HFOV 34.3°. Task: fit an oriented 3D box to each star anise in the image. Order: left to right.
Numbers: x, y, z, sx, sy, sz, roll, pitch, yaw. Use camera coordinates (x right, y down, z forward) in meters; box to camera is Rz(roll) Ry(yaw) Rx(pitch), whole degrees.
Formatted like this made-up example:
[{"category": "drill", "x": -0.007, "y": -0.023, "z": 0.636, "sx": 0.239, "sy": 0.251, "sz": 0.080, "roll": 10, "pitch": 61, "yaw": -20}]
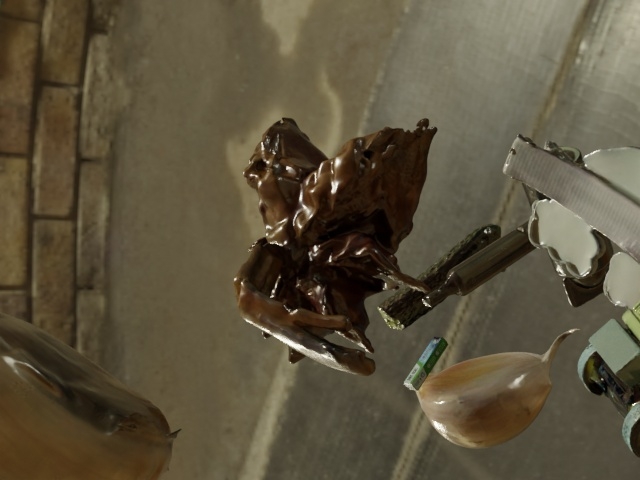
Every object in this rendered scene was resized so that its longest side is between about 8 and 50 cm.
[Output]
[{"category": "star anise", "x": 0.008, "y": 0.008, "z": 0.858, "sx": 0.237, "sy": 0.148, "sz": 0.346, "roll": -44, "pitch": 23, "yaw": 20}]

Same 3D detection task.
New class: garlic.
[{"category": "garlic", "x": -0.131, "y": 0.080, "z": 0.473, "sx": 0.066, "sy": 0.152, "sz": 0.084, "roll": -56, "pitch": 26, "yaw": -1}, {"category": "garlic", "x": 0.270, "y": 0.225, "z": 1.541, "sx": 0.266, "sy": 0.128, "sz": 0.148, "roll": -16, "pitch": 69, "yaw": 15}]

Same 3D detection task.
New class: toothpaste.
[{"category": "toothpaste", "x": 0.147, "y": 0.170, "z": 1.441, "sx": 0.083, "sy": 0.017, "sz": 0.020, "roll": -53, "pitch": 24, "yaw": -21}]

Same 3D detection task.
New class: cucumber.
[{"category": "cucumber", "x": 0.177, "y": 0.049, "z": 1.485, "sx": 0.214, "sy": 0.052, "sz": 0.058, "roll": -39, "pitch": 17, "yaw": -3}]

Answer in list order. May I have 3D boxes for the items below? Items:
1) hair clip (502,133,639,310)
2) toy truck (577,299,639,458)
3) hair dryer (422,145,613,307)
[{"category": "hair clip", "x": 0.258, "y": -0.023, "z": 0.935, "sx": 0.220, "sy": 0.054, "sz": 0.140, "roll": 43, "pitch": 120, "yaw": 39}, {"category": "toy truck", "x": 0.239, "y": 0.093, "z": 0.566, "sx": 0.116, "sy": 0.191, "sz": 0.085, "roll": -46, "pitch": 17, "yaw": 12}, {"category": "hair dryer", "x": 0.232, "y": 0.030, "z": 1.229, "sx": 0.196, "sy": 0.248, "sz": 0.078, "roll": 65, "pitch": 167, "yaw": -23}]
